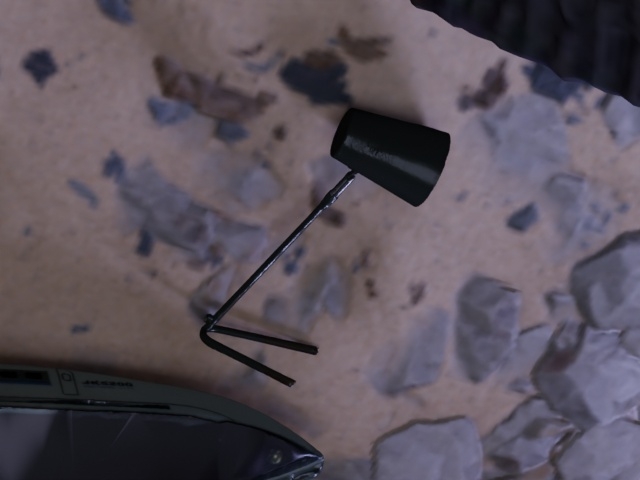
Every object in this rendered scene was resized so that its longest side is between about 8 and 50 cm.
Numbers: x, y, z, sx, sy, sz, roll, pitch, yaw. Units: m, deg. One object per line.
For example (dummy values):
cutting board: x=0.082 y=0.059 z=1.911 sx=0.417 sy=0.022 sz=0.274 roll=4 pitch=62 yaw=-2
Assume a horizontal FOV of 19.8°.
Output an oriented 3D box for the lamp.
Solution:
lamp: x=0.000 y=-0.001 z=0.731 sx=0.054 sy=0.041 sz=0.121 roll=23 pitch=111 yaw=-13

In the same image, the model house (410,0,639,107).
model house: x=0.146 y=-0.201 z=0.528 sx=0.339 sy=0.297 sz=0.360 roll=10 pitch=123 yaw=20

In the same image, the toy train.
toy train: x=-0.122 y=0.078 z=0.747 sx=0.252 sy=0.048 sz=0.055 roll=6 pitch=114 yaw=-20
